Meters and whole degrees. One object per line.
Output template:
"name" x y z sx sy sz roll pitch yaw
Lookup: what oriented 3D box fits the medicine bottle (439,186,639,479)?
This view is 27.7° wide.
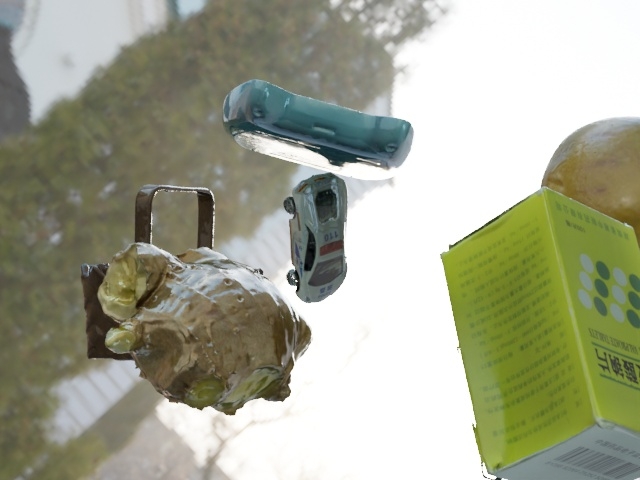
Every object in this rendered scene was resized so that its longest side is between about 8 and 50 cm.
"medicine bottle" 0.221 0.097 1.185 0.137 0.141 0.250 22 47 -38

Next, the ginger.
"ginger" -0.091 0.066 1.019 0.157 0.102 0.216 55 27 18

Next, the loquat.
"loquat" 0.376 -0.046 1.692 0.213 0.246 0.213 59 2 -3

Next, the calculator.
"calculator" -0.008 -0.135 1.723 0.256 0.054 0.386 15 -3 -4

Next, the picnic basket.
"picnic basket" -0.260 0.065 2.266 0.291 0.321 0.254 3 2 22

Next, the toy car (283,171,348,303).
"toy car" 0.000 0.000 1.869 0.056 0.095 0.205 28 -52 48
